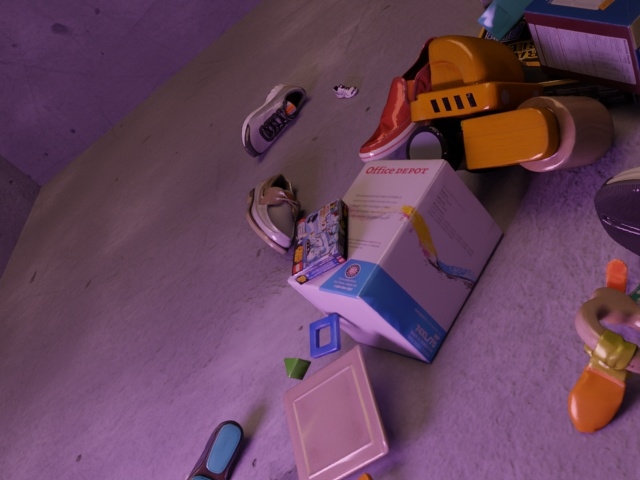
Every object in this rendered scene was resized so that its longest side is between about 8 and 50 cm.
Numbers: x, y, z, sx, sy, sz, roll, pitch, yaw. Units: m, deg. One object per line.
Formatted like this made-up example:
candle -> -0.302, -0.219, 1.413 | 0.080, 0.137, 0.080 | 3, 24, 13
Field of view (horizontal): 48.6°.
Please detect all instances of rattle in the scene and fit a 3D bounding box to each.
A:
rattle -> 0.381, 0.133, 0.922 | 0.130, 0.142, 0.199 | 0, 27, 9

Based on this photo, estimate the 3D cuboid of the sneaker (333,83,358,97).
sneaker -> 0.066, -0.414, 1.951 | 0.083, 0.037, 0.031 | 2, 52, 50

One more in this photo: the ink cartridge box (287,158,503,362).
ink cartridge box -> 0.129, 0.025, 1.189 | 0.198, 0.197, 0.270 | 8, 60, 54

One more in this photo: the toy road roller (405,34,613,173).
toy road roller -> 0.300, -0.233, 1.191 | 0.203, 0.240, 0.330 | -11, 8, -42

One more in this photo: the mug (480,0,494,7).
mug -> 0.421, -0.623, 1.751 | 0.064, 0.062, 0.078 | -21, 44, 23

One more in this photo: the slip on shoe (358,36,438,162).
slip on shoe -> 0.183, -0.305, 1.542 | 0.331, 0.101, 0.123 | -52, 20, -8

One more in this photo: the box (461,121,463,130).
box -> 0.303, -0.236, 1.443 | 0.184, 0.045, 0.190 | -21, 39, 38

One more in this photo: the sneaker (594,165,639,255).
sneaker -> 0.582, -0.082, 0.845 | 0.448, 0.169, 0.257 | 6, 48, 44

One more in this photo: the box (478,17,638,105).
box -> 0.443, -0.353, 1.335 | 0.322, 0.079, 0.257 | 1, 51, 39

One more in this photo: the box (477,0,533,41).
box -> 0.393, -0.477, 1.269 | 0.100, 0.060, 0.244 | -45, -2, -45

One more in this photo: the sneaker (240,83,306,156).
sneaker -> -0.137, -0.358, 2.075 | 0.108, 0.100, 0.271 | 6, 57, 47

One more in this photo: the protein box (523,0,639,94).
protein box -> 0.483, -0.367, 1.145 | 0.200, 0.136, 0.201 | -45, 41, -11

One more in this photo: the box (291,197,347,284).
box -> 0.000, 0.000, 1.153 | 0.094, 0.027, 0.137 | -28, 34, 26

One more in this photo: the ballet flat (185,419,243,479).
ballet flat -> -0.198, 0.415, 1.259 | 0.074, 0.074, 0.203 | 6, 64, 53

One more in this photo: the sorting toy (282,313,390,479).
sorting toy -> 0.027, 0.288, 1.116 | 0.196, 0.047, 0.347 | -40, 46, 29

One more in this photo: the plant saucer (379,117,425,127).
plant saucer -> 0.200, -0.297, 1.658 | 0.169, 0.029, 0.168 | -31, 34, 24

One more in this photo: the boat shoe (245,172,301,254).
boat shoe -> -0.107, -0.077, 1.683 | 0.103, 0.113, 0.302 | -45, 29, 12
